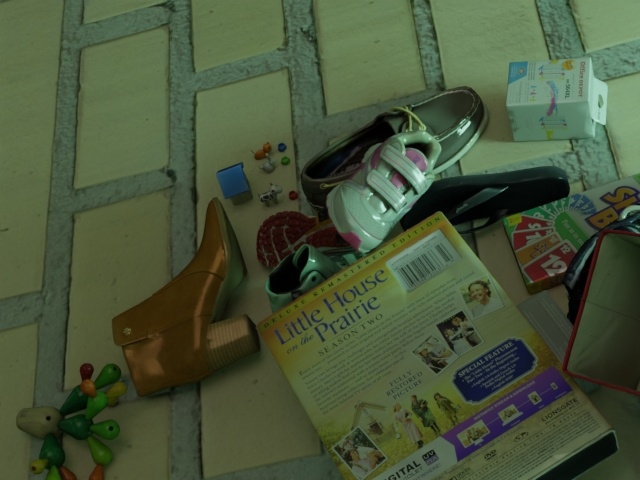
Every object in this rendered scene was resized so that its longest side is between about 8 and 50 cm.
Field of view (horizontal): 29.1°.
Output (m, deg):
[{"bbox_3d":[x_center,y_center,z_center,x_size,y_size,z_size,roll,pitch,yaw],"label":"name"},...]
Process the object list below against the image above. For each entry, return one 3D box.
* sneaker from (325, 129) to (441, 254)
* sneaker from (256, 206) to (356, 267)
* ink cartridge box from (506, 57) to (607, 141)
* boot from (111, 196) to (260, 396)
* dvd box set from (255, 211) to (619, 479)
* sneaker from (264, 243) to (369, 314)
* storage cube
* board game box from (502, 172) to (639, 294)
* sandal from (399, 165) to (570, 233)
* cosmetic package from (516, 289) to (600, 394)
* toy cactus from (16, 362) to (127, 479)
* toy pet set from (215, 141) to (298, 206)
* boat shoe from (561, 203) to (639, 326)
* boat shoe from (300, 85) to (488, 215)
[{"bbox_3d":[0.095,-0.083,1.742,0.111,0.103,0.252,-37,17,42],"label":"sneaker"},{"bbox_3d":[0.000,0.000,1.865,0.225,0.093,0.088,-10,72,30],"label":"sneaker"},{"bbox_3d":[0.363,-0.216,1.880,0.143,0.090,0.092,-2,55,18],"label":"ink cartridge box"},{"bbox_3d":[-0.217,0.081,1.861,0.211,0.104,0.295,-17,56,6],"label":"boot"},{"bbox_3d":[0.133,0.182,1.571,0.307,0.062,0.420,-32,49,-3],"label":"dvd box set"},{"bbox_3d":[0.042,0.047,1.766,0.256,0.151,0.094,-30,50,-5],"label":"sneaker"},{"bbox_3d":[0.437,0.106,1.460,0.215,0.193,0.183,12,85,53],"label":"storage cube"},{"bbox_3d":[0.403,-0.018,1.764,0.259,0.039,0.124,-17,54,3],"label":"board game box"},{"bbox_3d":[0.239,-0.054,1.804,0.254,0.097,0.054,-13,53,10],"label":"sandal"},{"bbox_3d":[0.237,0.185,1.635,0.238,0.107,0.127,-29,51,1],"label":"cosmetic package"},{"bbox_3d":[-0.375,0.270,1.794,0.180,0.112,0.219,2,65,32],"label":"toy cactus"},{"bbox_3d":[-0.107,-0.114,1.985,0.114,0.065,0.122,-19,52,5],"label":"toy pet set"},{"bbox_3d":[0.452,-0.009,1.626,0.127,0.158,0.340,36,82,28],"label":"boat shoe"},{"bbox_3d":[0.116,-0.149,1.913,0.324,0.097,0.116,-31,52,-4],"label":"boat shoe"}]
